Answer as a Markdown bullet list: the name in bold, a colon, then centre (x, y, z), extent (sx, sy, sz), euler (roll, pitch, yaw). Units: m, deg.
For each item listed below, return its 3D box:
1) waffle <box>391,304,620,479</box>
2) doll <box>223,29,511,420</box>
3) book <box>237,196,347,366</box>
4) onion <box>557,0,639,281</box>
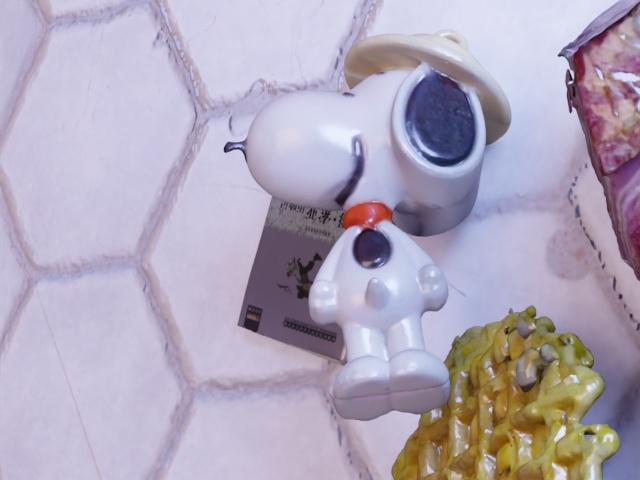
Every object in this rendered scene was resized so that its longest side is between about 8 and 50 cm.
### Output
- **waffle**: centre (0.113, 0.174, 1.153), extent (0.280, 0.060, 0.262), euler (-132, 59, -68)
- **doll**: centre (0.062, -0.015, 1.228), extent (0.208, 0.144, 0.271), euler (-22, 66, -7)
- **book**: centre (0.000, 0.000, 1.382), extent (0.127, 0.014, 0.181), euler (16, 90, 41)
- **onion**: centre (0.278, -0.083, 1.039), extent (0.256, 0.272, 0.230), euler (-38, 84, 35)
